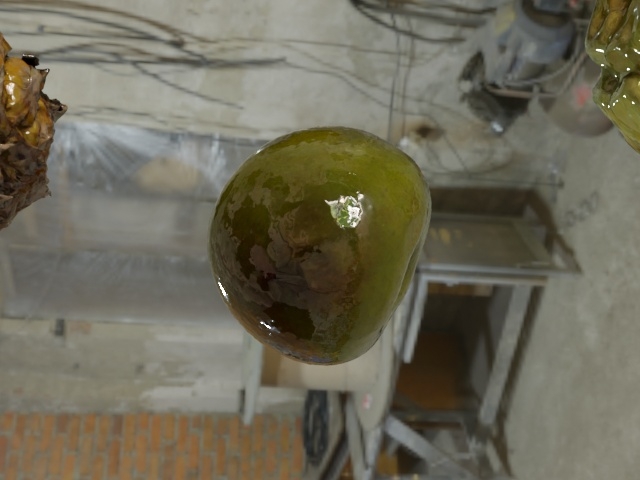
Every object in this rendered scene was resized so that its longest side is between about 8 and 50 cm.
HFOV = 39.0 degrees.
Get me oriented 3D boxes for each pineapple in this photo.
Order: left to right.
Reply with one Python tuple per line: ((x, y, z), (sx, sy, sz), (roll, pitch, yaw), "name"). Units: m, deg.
((-0.258, -0.046, 0.576), (0.076, 0.225, 0.224), (57, 153, 27), "pineapple")

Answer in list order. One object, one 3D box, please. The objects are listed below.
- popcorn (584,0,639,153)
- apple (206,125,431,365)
((0.327, -0.200, 0.717), (0.252, 0.215, 0.286), (-7, -77, -75), "popcorn")
((0.000, 0.000, 0.711), (0.196, 0.157, 0.196), (-58, -11, -17), "apple")
